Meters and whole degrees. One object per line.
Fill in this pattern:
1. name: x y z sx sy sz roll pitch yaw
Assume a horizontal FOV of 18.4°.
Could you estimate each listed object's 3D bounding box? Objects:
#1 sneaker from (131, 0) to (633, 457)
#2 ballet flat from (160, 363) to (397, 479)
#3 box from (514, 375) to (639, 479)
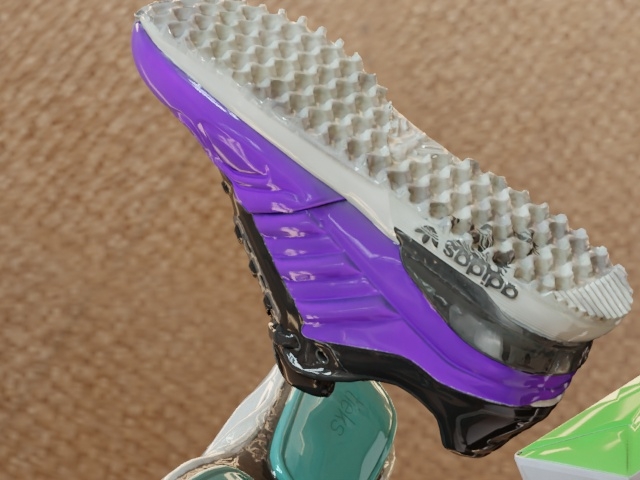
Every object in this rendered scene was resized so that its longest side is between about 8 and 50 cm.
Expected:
1. sneaker: 0.000 0.000 0.981 0.293 0.146 0.102 39 31 20
2. ballet flat: -0.051 0.182 1.137 0.139 0.400 0.139 4 107 13
3. box: 0.296 0.199 1.390 0.262 0.127 0.231 -27 105 -29
